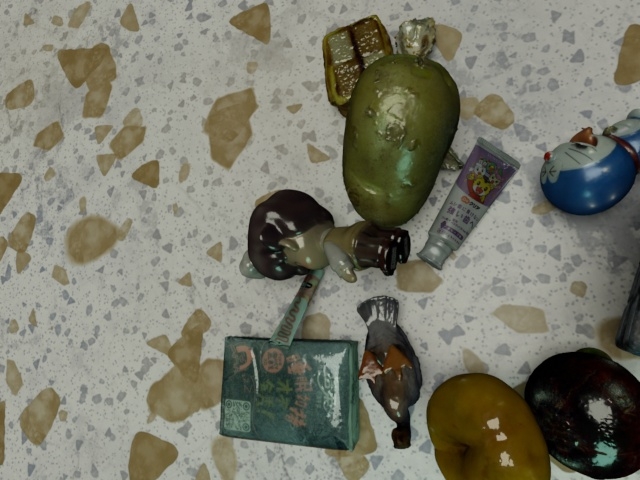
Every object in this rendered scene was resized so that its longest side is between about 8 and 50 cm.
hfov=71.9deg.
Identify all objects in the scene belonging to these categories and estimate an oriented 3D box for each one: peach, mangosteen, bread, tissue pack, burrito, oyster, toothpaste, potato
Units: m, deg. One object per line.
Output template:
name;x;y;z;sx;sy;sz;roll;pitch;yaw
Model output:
peach;0.297;0.372;0.817;0.251;0.153;0.251;11;103;59
mangosteen;0.484;0.304;0.787;0.216;0.216;0.216;-3;80;17
bread;0.094;-0.427;1.087;0.181;0.096;0.222;-13;76;13
tissue pack;-0.073;0.337;1.000;0.315;0.103;0.228;-2;81;18
burrito;0.272;-0.208;1.018;0.055;0.041;0.149;-40;74;18
oyster;0.228;-0.474;1.073;0.103;0.051;0.148;11;69;22
toothpaste;-0.051;0.152;1.018;0.056;0.036;0.205;9;58;33
potato;0.156;-0.194;0.913;0.219;0.269;0.359;21;112;24
toothpaste;0.318;-0.076;0.968;0.114;0.073;0.299;33;88;2

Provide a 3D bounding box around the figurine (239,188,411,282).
figurine;0.007;0.017;0.962;0.365;0.206;0.218;21;45;27

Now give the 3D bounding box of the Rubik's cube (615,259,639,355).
Rubik's cube;0.675;0.058;0.654;0.344;0.337;0.344;17;86;33

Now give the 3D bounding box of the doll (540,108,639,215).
doll;0.558;-0.159;0.853;0.257;0.215;0.161;-36;109;-1

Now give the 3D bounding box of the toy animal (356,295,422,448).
toy animal;0.143;0.263;0.910;0.122;0.185;0.298;-20;50;14
